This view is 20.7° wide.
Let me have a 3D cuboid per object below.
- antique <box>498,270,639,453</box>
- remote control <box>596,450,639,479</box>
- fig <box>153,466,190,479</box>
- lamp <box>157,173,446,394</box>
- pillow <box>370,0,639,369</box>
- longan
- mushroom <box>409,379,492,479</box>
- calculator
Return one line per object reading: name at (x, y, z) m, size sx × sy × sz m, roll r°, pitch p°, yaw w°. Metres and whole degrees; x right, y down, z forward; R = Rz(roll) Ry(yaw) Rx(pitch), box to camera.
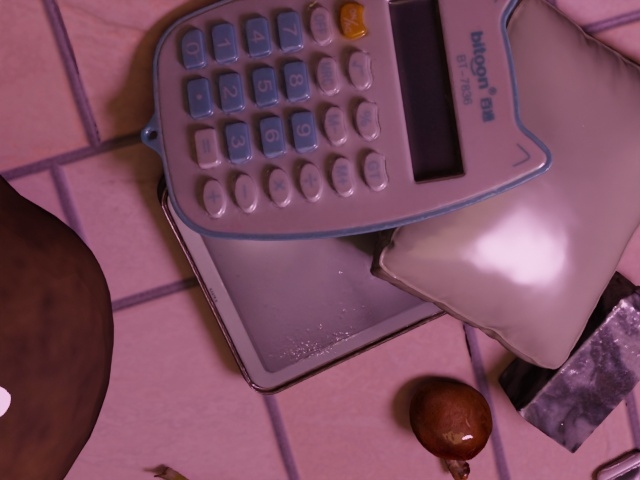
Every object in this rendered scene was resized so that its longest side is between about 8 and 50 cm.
antique at (0.290, 0.124, 1.890) m, size 0.088 × 0.086 × 0.183 m, roll 37°, pitch 101°, yaw -22°
remote control at (0.397, 0.355, 2.034) m, size 0.067 × 0.029 × 0.261 m, roll -29°, pitch 114°, yaw 1°
fig at (-0.085, 0.340, 1.891) m, size 0.159 × 0.159 × 0.257 m, roll -43°, pitch 94°, yaw 8°
lamp at (0.000, 0.000, 1.805) m, size 0.267 × 0.047 × 0.269 m, roll -24°, pitch 114°, yaw 0°
pillow at (0.215, -0.057, 1.764) m, size 0.255 × 0.120 × 0.322 m, roll 29°, pitch 88°, yaw -20°
longan at (-0.384, 0.090, 1.610) m, size 0.405 × 0.336 × 0.404 m, roll 2°, pitch 84°, yaw -17°
mushroom at (0.150, 0.211, 1.908) m, size 0.088 × 0.073 × 0.129 m, roll -40°, pitch 122°, yaw -31°
calculator at (0.016, -0.130, 1.682) m, size 0.386 × 0.054 × 0.256 m, roll -9°, pitch 83°, yaw 5°
